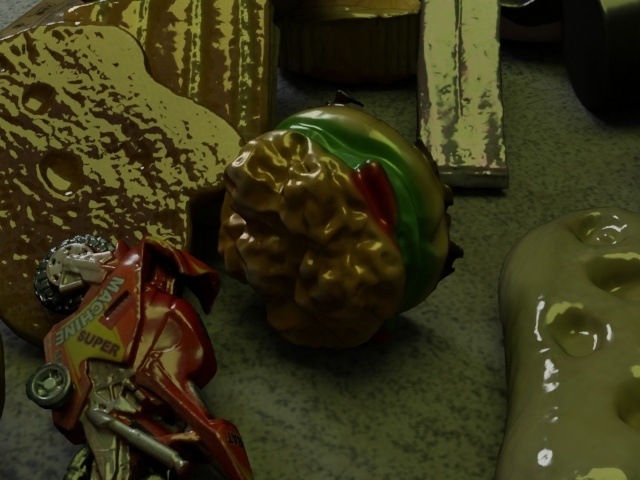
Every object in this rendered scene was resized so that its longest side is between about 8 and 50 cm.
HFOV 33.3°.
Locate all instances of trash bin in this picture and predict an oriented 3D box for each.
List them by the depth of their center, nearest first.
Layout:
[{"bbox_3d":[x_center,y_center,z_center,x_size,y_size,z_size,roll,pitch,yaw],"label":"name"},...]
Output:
[{"bbox_3d":[0.485,-0.277,1.333,0.333,0.214,0.214,-8,37,-3],"label":"trash bin"}]

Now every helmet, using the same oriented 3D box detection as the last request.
[{"bbox_3d":[0.287,-0.351,1.490,0.253,0.154,0.198,0,48,35],"label":"helmet"}]

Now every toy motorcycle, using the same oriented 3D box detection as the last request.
[{"bbox_3d":[-0.154,0.101,0.898,0.171,0.089,0.298,-16,56,-5],"label":"toy motorcycle"}]

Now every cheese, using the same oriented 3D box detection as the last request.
[{"bbox_3d":[0.229,0.104,0.895,0.351,0.130,0.328,-19,43,-26],"label":"cheese"}]

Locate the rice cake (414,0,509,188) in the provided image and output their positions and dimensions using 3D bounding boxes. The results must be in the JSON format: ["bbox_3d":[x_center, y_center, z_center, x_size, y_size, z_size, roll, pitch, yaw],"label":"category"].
[{"bbox_3d":[0.163,-0.195,1.261,0.106,0.050,0.298,1,68,1],"label":"rice cake"}]

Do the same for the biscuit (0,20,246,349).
[{"bbox_3d":[-0.214,-0.064,1.050,0.287,0.057,0.344,-16,73,-5],"label":"biscuit"}]

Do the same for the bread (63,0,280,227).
[{"bbox_3d":[-0.166,-0.132,1.154,0.239,0.111,0.246,-1,76,6],"label":"bread"}]

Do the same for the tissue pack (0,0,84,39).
[{"bbox_3d":[-0.306,-0.228,1.356,0.215,0.123,0.257,13,38,19],"label":"tissue pack"}]

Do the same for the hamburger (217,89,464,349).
[{"bbox_3d":[0.000,0.000,0.973,0.237,0.237,0.149,26,44,31],"label":"hamburger"}]

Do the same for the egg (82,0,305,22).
[{"bbox_3d":[-0.154,-0.385,1.249,0.373,0.301,0.301,-10,38,-8],"label":"egg"}]

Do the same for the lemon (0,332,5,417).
[{"bbox_3d":[-0.388,0.091,0.818,0.285,0.285,0.316,-13,23,-15],"label":"lemon"}]

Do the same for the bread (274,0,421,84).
[{"bbox_3d":[0.043,-0.292,1.423,0.250,0.133,0.179,-1,41,5],"label":"bread"}]
